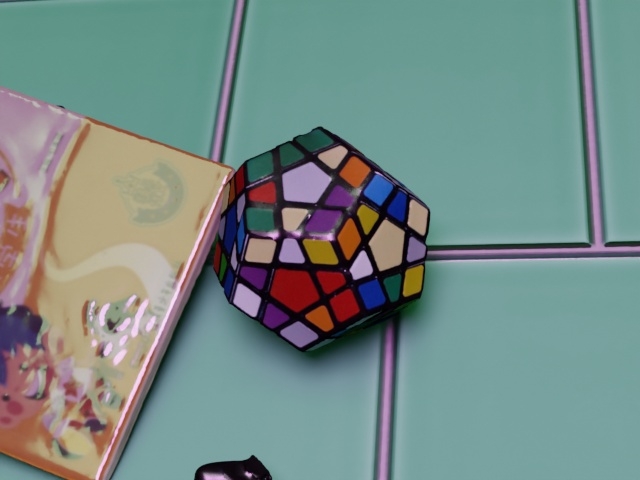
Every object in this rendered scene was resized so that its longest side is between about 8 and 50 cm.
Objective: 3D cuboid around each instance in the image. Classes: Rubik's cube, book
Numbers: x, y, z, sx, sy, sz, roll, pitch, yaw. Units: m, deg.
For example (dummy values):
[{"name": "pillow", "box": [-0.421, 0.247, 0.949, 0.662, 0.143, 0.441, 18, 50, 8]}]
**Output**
[{"name": "Rubik's cube", "box": [0.000, 0.000, 0.699, 0.112, 0.133, 0.133, 7, 53, -15]}, {"name": "book", "box": [-0.222, 0.003, 0.733, 0.295, 0.020, 0.208, 19, 77, 10]}]

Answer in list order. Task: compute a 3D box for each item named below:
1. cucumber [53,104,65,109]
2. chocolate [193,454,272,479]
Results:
[{"name": "cucumber", "box": [-0.202, -0.019, 0.778, 0.115, 0.062, 0.116, -13, 74, 3]}, {"name": "chocolate", "box": [-0.039, 0.186, 0.617, 0.072, 0.070, 0.147, -26, 44, 4]}]
